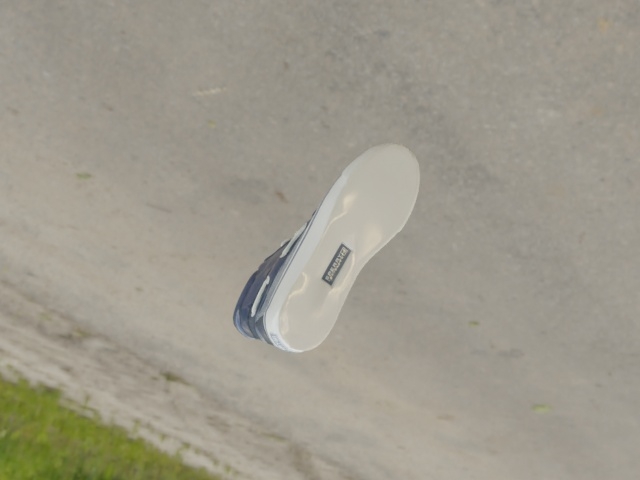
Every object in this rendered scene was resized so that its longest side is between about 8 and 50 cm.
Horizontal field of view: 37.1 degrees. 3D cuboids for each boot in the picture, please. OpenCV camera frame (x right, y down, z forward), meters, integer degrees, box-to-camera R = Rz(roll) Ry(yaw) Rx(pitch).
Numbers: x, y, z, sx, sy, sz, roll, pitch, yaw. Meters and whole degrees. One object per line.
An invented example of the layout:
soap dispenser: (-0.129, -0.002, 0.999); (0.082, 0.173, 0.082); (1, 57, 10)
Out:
boot: (0.000, 0.000, 0.757); (0.069, 0.190, 0.086); (45, 160, -26)
